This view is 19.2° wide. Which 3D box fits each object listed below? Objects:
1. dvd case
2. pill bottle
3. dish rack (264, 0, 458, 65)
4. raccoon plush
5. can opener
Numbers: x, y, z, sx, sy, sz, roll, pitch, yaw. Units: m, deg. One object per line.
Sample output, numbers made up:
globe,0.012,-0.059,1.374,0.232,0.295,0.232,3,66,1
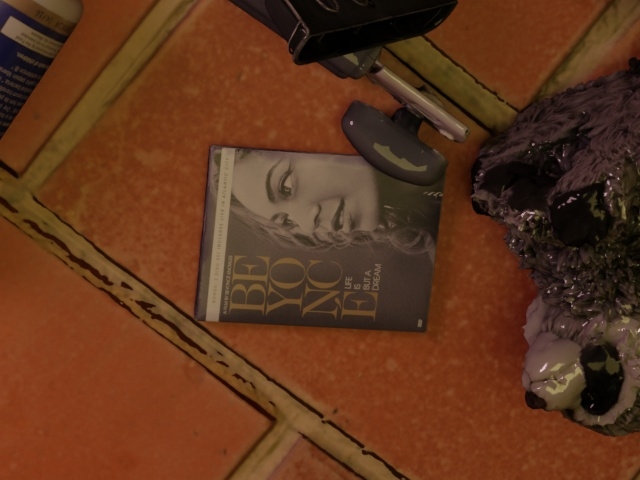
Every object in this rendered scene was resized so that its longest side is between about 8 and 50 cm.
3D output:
dvd case,0.000,0.000,1.744,0.221,0.018,0.164,4,103,-12
pill bottle,-0.328,-0.130,1.579,0.153,0.153,0.264,32,95,-16
dish rack,0.078,-0.275,1.556,0.074,0.208,0.271,49,130,18
raccoon plush,0.347,-0.012,1.722,0.446,0.216,0.299,-32,115,-2
can opener,0.009,-0.151,1.675,0.283,0.076,0.095,34,85,-15
